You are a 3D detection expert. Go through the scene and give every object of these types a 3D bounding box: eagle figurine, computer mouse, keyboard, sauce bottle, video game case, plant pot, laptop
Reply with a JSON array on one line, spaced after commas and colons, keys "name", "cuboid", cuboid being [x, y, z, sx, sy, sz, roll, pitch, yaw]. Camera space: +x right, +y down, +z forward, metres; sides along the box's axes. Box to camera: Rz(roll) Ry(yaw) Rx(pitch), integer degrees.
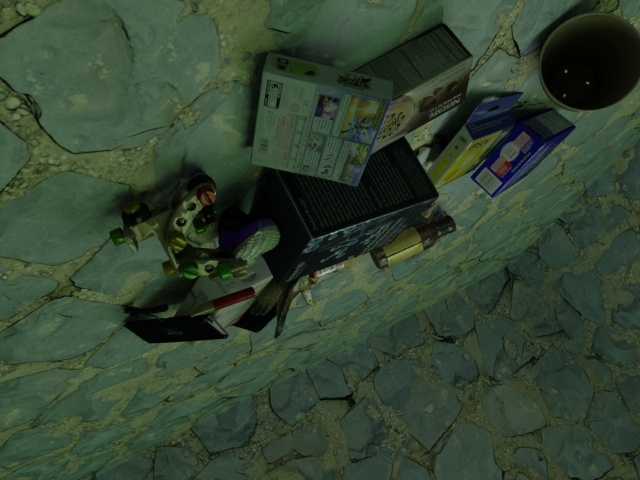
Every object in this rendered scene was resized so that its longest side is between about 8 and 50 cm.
[{"name": "eagle figurine", "cuboid": [-0.094, 0.143, 1.734, 0.298, 0.225, 0.226, -34, 170, -14]}, {"name": "computer mouse", "cuboid": [0.314, -0.254, 1.673, 0.193, 0.042, 0.106, -34, 159, 5]}, {"name": "keyboard", "cuboid": [-0.435, 0.234, 1.546, 0.317, 0.033, 0.201, -9, 139, 27]}, {"name": "sauce bottle", "cuboid": [0.360, 0.001, 2.094, 0.345, 0.111, 0.111, -22, 157, -8]}, {"name": "video game case", "cuboid": [-0.007, -0.235, 1.105, 0.245, 0.061, 0.269, 12, 147, -6]}, {"name": "plant pot", "cuboid": [0.742, -0.473, 1.544, 0.256, 0.256, 0.274, -38, 173, 14]}, {"name": "laptop", "cuboid": [-0.205, 0.228, 2.055, 0.234, 0.136, 0.264, -45, 180, 31]}]

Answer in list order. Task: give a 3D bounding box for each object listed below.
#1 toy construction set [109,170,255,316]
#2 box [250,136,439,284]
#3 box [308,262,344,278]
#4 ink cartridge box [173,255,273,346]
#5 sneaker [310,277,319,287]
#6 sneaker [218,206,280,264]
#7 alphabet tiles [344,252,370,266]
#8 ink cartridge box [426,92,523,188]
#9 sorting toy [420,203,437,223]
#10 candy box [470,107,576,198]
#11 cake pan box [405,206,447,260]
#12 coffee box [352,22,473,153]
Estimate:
[{"name": "toy construction set", "cuboid": [-0.303, 0.027, 1.159, 0.237, 0.308, 0.257, -20, 148, -15]}, {"name": "box", "cuboid": [0.051, -0.083, 1.424, 0.396, 0.211, 0.293, -19, 163, -27]}, {"name": "box", "cuboid": [0.000, 0.000, 1.627, 0.114, 0.206, 0.036, -21, -160, -26]}, {"name": "ink cartridge box", "cuboid": [-0.292, 0.169, 1.631, 0.207, 0.117, 0.283, -26, 161, -50]}, {"name": "sneaker", "cuboid": [-0.076, 0.140, 1.979, 0.186, 0.069, 0.083, -15, 145, -48]}, {"name": "sneaker", "cuboid": [-0.199, -0.022, 1.347, 0.102, 0.146, 0.293, -14, 169, -30]}, {"name": "alphabet tiles", "cuboid": [0.144, 0.018, 2.052, 0.278, 0.021, 0.284, -24, 157, -16]}, {"name": "ink cartridge box", "cuboid": [0.491, -0.309, 1.698, 0.304, 0.072, 0.307, -24, 160, -42]}, {"name": "sorting toy", "cuboid": [0.431, -0.112, 2.130, 0.075, 0.045, 0.083, -39, 158, 0]}, {"name": "candy box", "cuboid": [0.710, -0.310, 1.895, 0.317, 0.122, 0.268, -25, 158, -45]}, {"name": "cake pan box", "cuboid": [0.434, -0.020, 2.290, 0.267, 0.070, 0.246, -36, 160, 10]}, {"name": "coffee box", "cuboid": [0.182, -0.334, 1.231, 0.297, 0.118, 0.168, -29, 157, -5]}]
